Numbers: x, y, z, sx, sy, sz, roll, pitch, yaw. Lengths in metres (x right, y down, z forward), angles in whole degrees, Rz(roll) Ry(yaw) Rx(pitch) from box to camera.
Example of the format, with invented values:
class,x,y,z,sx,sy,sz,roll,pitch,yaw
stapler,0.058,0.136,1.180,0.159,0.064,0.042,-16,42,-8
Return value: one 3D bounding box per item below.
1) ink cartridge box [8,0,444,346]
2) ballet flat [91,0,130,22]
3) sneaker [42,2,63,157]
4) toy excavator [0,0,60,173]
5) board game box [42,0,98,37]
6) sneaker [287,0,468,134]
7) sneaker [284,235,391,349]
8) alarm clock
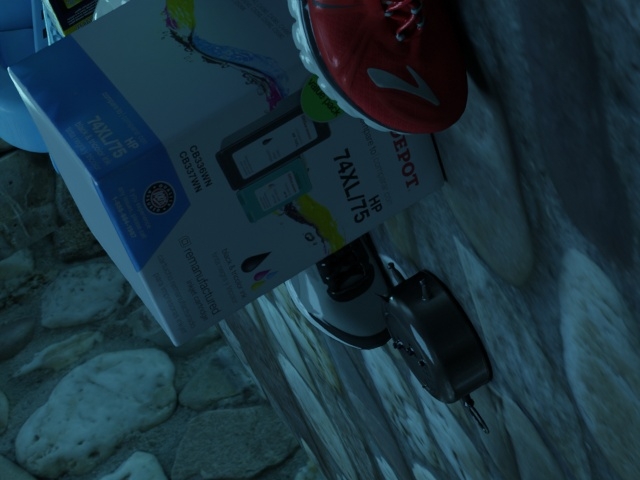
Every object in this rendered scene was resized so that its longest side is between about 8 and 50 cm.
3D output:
class,x,y,z,sx,sy,sz,roll,pitch,yaw
ink cartridge box,-0.074,-0.094,1.395,0.197,0.270,0.198,48,165,45
ballet flat,-0.174,-0.195,1.864,0.164,0.182,0.483,46,166,19
sneaker,-0.260,-0.246,2.085,0.208,0.127,0.319,-70,-9,-53
toy excavator,-0.439,-0.276,2.293,0.222,0.445,0.432,90,172,-71
board game box,-0.239,-0.320,1.862,0.048,0.170,0.141,49,165,41
sneaker,0.035,-0.178,1.110,0.118,0.107,0.279,28,151,55
sneaker,0.000,0.000,1.829,0.271,0.100,0.108,61,165,-5
alarm clock,0.120,0.115,1.672,0.192,0.064,0.129,59,171,-15
